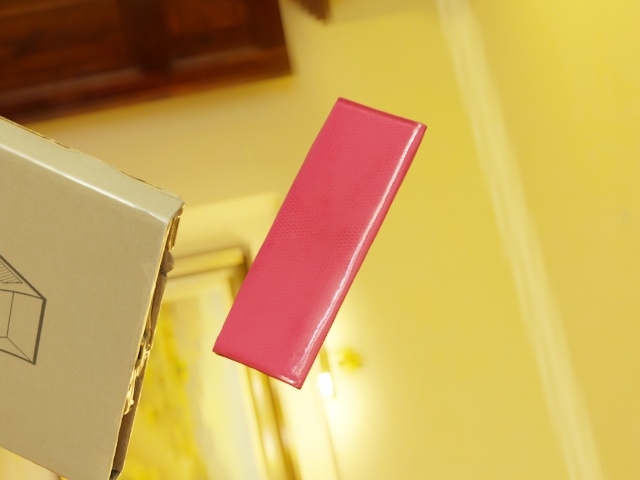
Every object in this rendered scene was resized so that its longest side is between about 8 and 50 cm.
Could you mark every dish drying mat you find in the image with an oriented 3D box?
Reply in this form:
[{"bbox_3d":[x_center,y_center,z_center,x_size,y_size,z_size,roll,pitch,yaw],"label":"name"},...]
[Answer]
[{"bbox_3d":[0.000,0.000,0.569,0.083,0.032,0.008,-63,148,-10],"label":"dish drying mat"}]

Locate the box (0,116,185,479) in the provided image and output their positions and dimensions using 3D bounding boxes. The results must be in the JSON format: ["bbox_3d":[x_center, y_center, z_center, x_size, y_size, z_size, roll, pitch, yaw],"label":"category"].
[{"bbox_3d":[-0.160,0.007,0.816,0.021,0.201,0.164,-57,167,-48],"label":"box"}]
